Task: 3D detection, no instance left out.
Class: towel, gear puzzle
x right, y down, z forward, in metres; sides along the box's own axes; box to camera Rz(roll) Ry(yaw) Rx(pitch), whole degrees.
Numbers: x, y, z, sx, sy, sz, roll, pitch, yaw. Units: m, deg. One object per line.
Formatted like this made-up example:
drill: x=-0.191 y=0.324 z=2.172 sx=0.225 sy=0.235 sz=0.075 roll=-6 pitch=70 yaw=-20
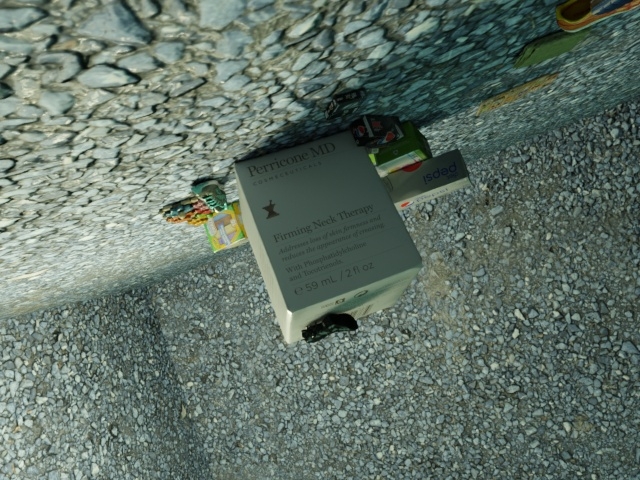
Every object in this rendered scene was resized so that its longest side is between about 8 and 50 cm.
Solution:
towel: x=0.508 y=-0.429 z=1.047 sx=0.148 sy=0.027 sz=0.110 roll=-19 pitch=177 yaw=1
gear puzzle: x=-0.385 y=-0.075 z=1.452 sx=0.175 sy=0.044 sz=0.339 roll=-20 pitch=178 yaw=-13

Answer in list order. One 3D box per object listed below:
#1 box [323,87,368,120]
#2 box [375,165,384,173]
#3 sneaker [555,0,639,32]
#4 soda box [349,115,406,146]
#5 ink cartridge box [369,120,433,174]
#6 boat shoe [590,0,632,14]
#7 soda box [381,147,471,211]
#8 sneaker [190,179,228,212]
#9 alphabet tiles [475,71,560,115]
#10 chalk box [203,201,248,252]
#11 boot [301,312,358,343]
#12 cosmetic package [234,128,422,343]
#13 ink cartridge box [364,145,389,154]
box: x=0.049 y=-0.270 z=0.942 sx=0.067 sy=0.018 sz=0.083 roll=-19 pitch=177 yaw=-17
box: x=0.205 y=-0.272 z=1.964 sx=0.186 sy=0.038 sz=0.145 roll=-21 pitch=178 yaw=-8
sneaker: x=0.497 y=-0.417 z=0.810 sx=0.175 sy=0.064 sz=0.067 roll=-25 pitch=165 yaw=34
soda box: x=0.145 y=-0.272 z=1.179 sx=0.053 sy=0.060 sz=0.168 roll=-26 pitch=175 yaw=39
ink cartridge box: x=0.196 y=-0.242 z=1.442 sx=0.255 sy=0.097 sz=0.188 roll=-22 pitch=164 yaw=25
boat shoe: x=0.481 y=-0.412 z=0.696 sx=0.066 sy=0.066 sz=0.183 roll=-21 pitch=173 yaw=-40
soda box: x=0.293 y=-0.169 z=1.416 sx=0.286 sy=0.098 sz=0.091 roll=-19 pitch=164 yaw=21
sneaker: x=-0.275 y=-0.109 z=1.217 sx=0.064 sy=0.076 sz=0.166 roll=-21 pitch=177 yaw=10
alphabet tiles: x=0.610 y=-0.457 z=1.475 sx=0.237 sy=0.009 sz=0.198 roll=-20 pitch=177 yaw=13
chalk box: x=-0.318 y=-0.046 z=1.675 sx=0.213 sy=0.132 sz=0.132 roll=-20 pitch=179 yaw=34
boot: x=0.020 y=0.215 z=1.144 sx=0.099 sy=0.045 sz=0.121 roll=-38 pitch=147 yaw=28
cosmetic package: x=0.000 y=0.000 z=1.219 sx=0.329 sy=0.394 sz=0.327 roll=-19 pitch=159 yaw=-12
ink cartridge box: x=0.121 y=-0.247 z=1.271 sx=0.062 sy=0.029 sz=0.115 roll=-18 pitch=-150 yaw=-39
